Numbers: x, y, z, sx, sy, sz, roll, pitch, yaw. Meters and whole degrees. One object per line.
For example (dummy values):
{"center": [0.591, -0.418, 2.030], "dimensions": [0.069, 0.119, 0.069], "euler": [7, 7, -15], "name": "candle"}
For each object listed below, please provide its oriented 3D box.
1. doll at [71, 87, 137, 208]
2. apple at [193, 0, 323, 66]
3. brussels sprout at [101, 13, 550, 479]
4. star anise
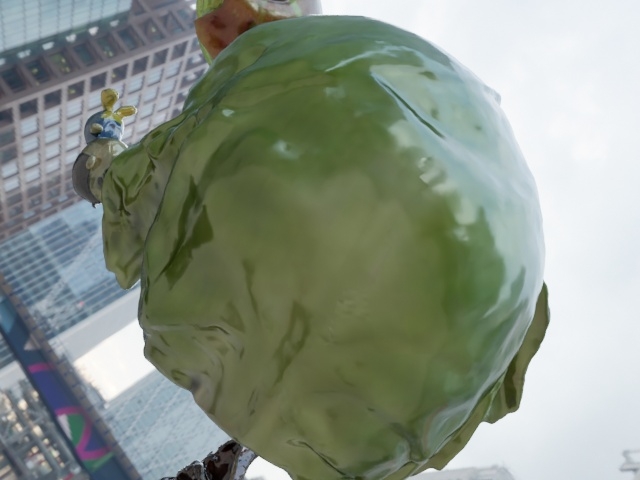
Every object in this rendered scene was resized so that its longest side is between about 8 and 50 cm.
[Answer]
{"center": [-0.305, -0.131, 0.904], "dimensions": [0.088, 0.179, 0.102], "euler": [3, -17, 20], "name": "doll"}
{"center": [-0.123, -0.367, 1.067], "dimensions": [0.246, 0.246, 0.226], "euler": [54, -35, 4], "name": "apple"}
{"center": [0.014, -0.013, 0.581], "dimensions": [0.342, 0.361, 0.425], "euler": [25, 9, -48], "name": "brussels sprout"}
{"center": [-0.204, 0.400, 0.979], "dimensions": [0.102, 0.272, 0.272], "euler": [33, -38, 26], "name": "star anise"}
